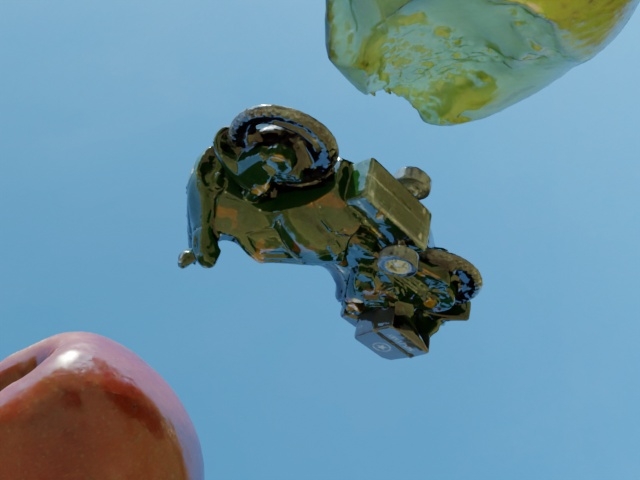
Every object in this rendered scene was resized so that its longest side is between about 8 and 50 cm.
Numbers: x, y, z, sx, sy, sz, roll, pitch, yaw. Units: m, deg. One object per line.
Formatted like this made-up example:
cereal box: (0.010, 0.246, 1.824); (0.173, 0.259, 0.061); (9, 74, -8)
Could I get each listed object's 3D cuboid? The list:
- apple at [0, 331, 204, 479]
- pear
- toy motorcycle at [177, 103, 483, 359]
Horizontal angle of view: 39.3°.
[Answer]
apple: (-0.205, 0.191, 0.733); (0.218, 0.218, 0.201); (-38, -71, -25)
pear: (0.173, -0.223, 0.788); (0.286, 0.282, 0.176); (12, -110, -45)
toy motorcycle: (0.000, 0.000, 0.708); (0.275, 0.187, 0.124); (39, -130, -32)
